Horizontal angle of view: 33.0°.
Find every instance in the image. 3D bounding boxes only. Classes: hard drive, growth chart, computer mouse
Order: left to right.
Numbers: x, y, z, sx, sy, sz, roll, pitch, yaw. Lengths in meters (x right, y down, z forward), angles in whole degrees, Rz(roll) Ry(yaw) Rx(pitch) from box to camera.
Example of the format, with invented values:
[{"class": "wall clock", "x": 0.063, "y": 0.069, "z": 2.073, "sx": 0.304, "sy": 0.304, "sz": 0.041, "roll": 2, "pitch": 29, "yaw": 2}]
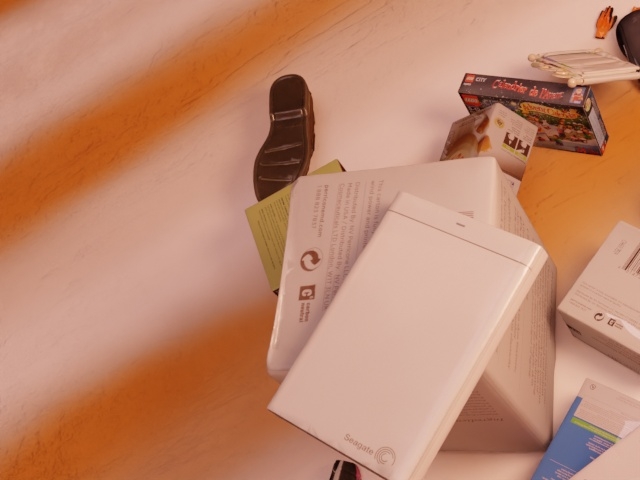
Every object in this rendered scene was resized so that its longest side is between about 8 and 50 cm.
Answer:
[{"class": "hard drive", "x": 0.111, "y": 0.122, "z": 1.416, "sx": 0.233, "sy": 0.047, "sz": 0.353, "roll": 24, "pitch": 78, "yaw": 35}, {"class": "growth chart", "x": 0.454, "y": -0.304, "z": 1.877, "sx": 0.172, "sy": 0.021, "sz": 0.237, "roll": -5, "pitch": 21, "yaw": -8}, {"class": "computer mouse", "x": 0.627, "y": -0.332, "z": 1.890, "sx": 0.184, "sy": 0.060, "sz": 0.262, "roll": -19, "pitch": 59, "yaw": 17}]

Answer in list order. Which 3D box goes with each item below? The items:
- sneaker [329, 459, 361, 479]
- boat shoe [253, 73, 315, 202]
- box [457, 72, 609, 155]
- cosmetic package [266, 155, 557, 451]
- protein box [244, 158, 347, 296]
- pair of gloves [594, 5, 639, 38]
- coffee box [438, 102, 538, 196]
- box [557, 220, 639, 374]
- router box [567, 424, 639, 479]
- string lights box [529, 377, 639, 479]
[{"class": "sneaker", "x": 0.010, "y": 0.441, "z": 1.767, "sx": 0.077, "sy": 0.072, "sz": 0.178, "roll": -7, "pitch": 54, "yaw": 36}, {"class": "boat shoe", "x": -0.055, "y": -0.178, "z": 2.135, "sx": 0.111, "sy": 0.104, "sz": 0.307, "roll": 1, "pitch": 62, "yaw": 18}, {"class": "box", "x": 0.375, "y": -0.222, "z": 1.901, "sx": 0.233, "sy": 0.159, "sz": 0.044, "roll": 12, "pitch": 69, "yaw": 32}, {"class": "cosmetic package", "x": 0.161, "y": 0.117, "z": 1.667, "sx": 0.327, "sy": 0.393, "sz": 0.329, "roll": -5, "pitch": 61, "yaw": 25}, {"class": "protein box", "x": 0.000, "y": 0.000, "z": 1.980, "sx": 0.201, "sy": 0.136, "sz": 0.199, "roll": -29, "pitch": 53, "yaw": 10}, {"class": "pair of gloves", "x": 0.554, "y": -0.404, "z": 2.006, "sx": 0.083, "sy": 0.010, "sz": 0.074, "roll": 11, "pitch": 70, "yaw": 29}, {"class": "coffee box", "x": 0.270, "y": -0.099, "z": 1.888, "sx": 0.141, "sy": 0.098, "sz": 0.246, "roll": -21, "pitch": 45, "yaw": 61}, {"class": "box", "x": 0.500, "y": 0.097, "z": 1.678, "sx": 0.181, "sy": 0.119, "sz": 0.182, "roll": 31, "pitch": 80, "yaw": 36}, {"class": "router box", "x": 0.469, "y": 0.412, "z": 1.409, "sx": 0.301, "sy": 0.082, "sz": 0.335, "roll": -38, "pitch": 43, "yaw": -2}, {"class": "string lights box", "x": 0.401, "y": 0.352, "z": 1.610, "sx": 0.133, "sy": 0.077, "sz": 0.259, "roll": 24, "pitch": 76, "yaw": 36}]
